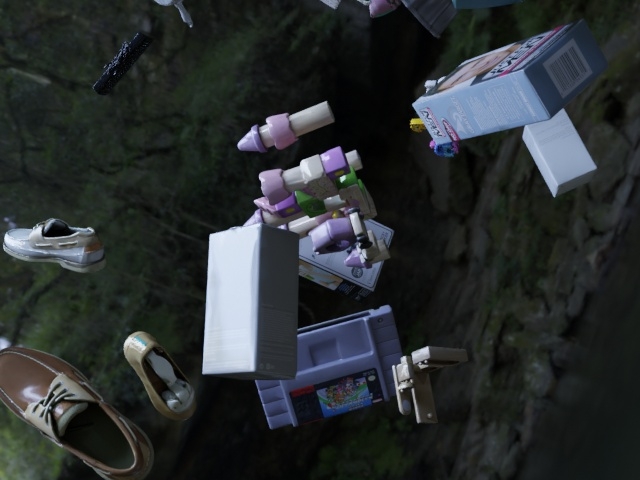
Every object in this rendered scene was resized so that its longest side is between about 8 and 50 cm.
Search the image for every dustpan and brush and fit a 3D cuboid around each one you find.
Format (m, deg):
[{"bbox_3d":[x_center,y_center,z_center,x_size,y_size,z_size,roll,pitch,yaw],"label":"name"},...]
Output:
[{"bbox_3d":[-0.411,-0.674,2.343,0.060,0.147,0.211,-50,-50,-38],"label":"dustpan and brush"}]

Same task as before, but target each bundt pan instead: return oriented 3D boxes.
[{"bbox_3d":[0.220,-0.642,2.004,0.124,0.331,0.331,-40,-2,18],"label":"bundt pan"}]

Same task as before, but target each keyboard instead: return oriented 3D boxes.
[{"bbox_3d":[-0.479,-0.422,2.075,0.192,0.038,0.100,-47,-10,13],"label":"keyboard"}]

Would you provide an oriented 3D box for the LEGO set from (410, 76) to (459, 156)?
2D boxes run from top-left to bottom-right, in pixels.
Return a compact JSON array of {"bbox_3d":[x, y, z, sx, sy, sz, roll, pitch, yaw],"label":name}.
[{"bbox_3d":[0.274,-0.281,2.075,0.227,0.093,0.087,71,-154,-44],"label":"LEGO set"}]

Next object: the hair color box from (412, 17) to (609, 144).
[{"bbox_3d":[0.369,-0.309,1.714,0.185,0.114,0.374,-40,15,-21],"label":"hair color box"}]

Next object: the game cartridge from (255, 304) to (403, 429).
[{"bbox_3d":[0.023,0.306,2.018,0.068,0.355,0.230,-109,3,-76],"label":"game cartridge"}]

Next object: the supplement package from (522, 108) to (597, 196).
[{"bbox_3d":[0.588,-0.216,2.100,0.105,0.105,0.179,58,-172,-74],"label":"supplement package"}]

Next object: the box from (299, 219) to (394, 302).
[{"bbox_3d":[0.000,0.000,1.898,0.087,0.290,0.169,128,165,-62],"label":"box"}]

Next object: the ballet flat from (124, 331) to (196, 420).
[{"bbox_3d":[-0.282,0.263,1.559,0.080,0.073,0.232,-49,-50,-24],"label":"ballet flat"}]

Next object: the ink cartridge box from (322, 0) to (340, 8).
[{"bbox_3d":[0.012,-0.594,1.596,0.115,0.198,0.273,-63,9,-24],"label":"ink cartridge box"}]

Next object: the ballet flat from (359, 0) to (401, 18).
[{"bbox_3d":[0.054,-0.469,1.430,0.079,0.221,0.077,-32,-11,4],"label":"ballet flat"}]

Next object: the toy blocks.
[{"bbox_3d":[-0.040,-0.056,1.648,0.288,0.260,0.309,50,-158,-64],"label":"toy blocks"}]

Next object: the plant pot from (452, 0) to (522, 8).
[{"bbox_3d":[0.336,-0.527,1.543,0.165,0.234,0.166,29,-137,-79],"label":"plant pot"}]

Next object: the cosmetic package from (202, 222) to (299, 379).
[{"bbox_3d":[-0.110,0.100,1.364,0.107,0.127,0.238,20,-111,-46],"label":"cosmetic package"}]

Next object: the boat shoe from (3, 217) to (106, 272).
[{"bbox_3d":[-0.666,-0.003,2.124,0.113,0.302,0.103,-44,-42,-57],"label":"boat shoe"}]

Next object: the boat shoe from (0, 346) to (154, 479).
[{"bbox_3d":[-0.412,0.283,1.413,0.123,0.324,0.120,-55,-3,-17],"label":"boat shoe"}]

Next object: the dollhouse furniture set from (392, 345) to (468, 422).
[{"bbox_3d":[0.233,0.305,1.781,0.151,0.144,0.123,-31,59,45],"label":"dollhouse furniture set"}]
